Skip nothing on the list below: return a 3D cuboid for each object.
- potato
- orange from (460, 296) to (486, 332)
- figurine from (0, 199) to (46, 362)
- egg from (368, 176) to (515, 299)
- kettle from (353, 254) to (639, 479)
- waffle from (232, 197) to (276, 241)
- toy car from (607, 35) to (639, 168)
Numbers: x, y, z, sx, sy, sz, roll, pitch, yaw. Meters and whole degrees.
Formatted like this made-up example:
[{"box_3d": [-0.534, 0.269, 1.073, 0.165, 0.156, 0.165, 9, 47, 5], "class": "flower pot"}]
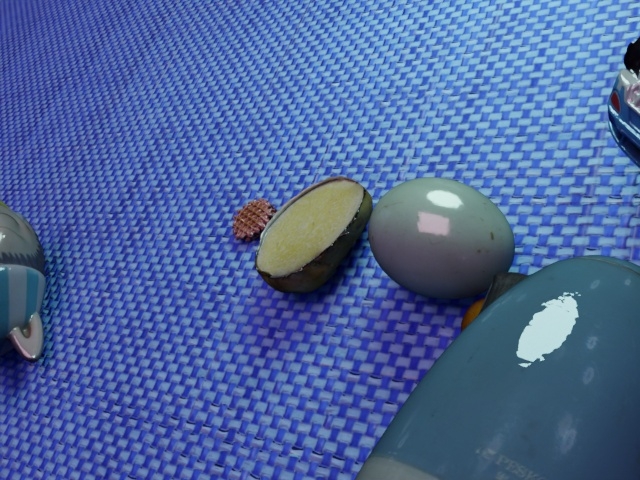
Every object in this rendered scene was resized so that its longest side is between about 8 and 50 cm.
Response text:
[{"box_3d": [0.000, 0.000, 1.003, 0.200, 0.081, 0.164, -50, 38, -15], "class": "potato"}, {"box_3d": [0.203, 0.101, 0.793, 0.085, 0.085, 0.085, -17, 49, 21], "class": "orange"}, {"box_3d": [-0.666, 0.118, 1.218, 0.361, 0.266, 0.378, -40, 44, 8], "class": "figurine"}, {"box_3d": [0.148, -0.002, 0.856, 0.192, 0.149, 0.149, 25, 73, 37], "class": "egg"}, {"box_3d": [0.248, 0.177, 0.616, 0.319, 0.247, 0.342, 28, 64, 25], "class": "kettle"}, {"box_3d": [-0.111, -0.034, 1.135, 0.083, 0.029, 0.075, -24, 46, 19], "class": "waffle"}, {"box_3d": [0.479, -0.145, 0.754, 0.314, 0.166, 0.198, -13, 46, -14], "class": "toy car"}]
